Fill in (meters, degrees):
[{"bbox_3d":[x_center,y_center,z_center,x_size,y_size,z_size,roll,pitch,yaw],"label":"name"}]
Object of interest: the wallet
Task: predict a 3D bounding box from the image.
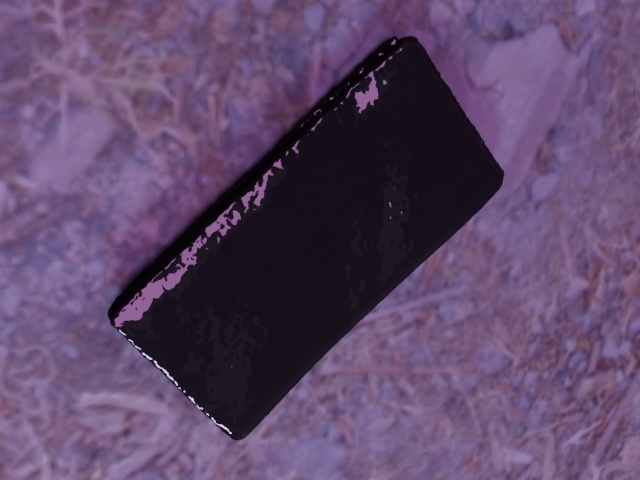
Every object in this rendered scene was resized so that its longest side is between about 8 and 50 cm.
[{"bbox_3d":[0.000,0.000,0.493,0.244,0.025,0.124,-45,116,-9],"label":"wallet"}]
